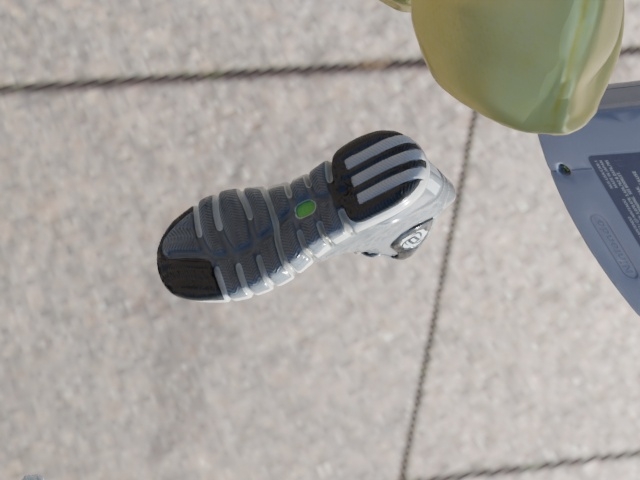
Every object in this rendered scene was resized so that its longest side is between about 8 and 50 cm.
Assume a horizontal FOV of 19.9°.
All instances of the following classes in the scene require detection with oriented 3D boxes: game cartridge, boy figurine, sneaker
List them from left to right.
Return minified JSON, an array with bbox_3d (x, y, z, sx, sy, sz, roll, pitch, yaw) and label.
[{"bbox_3d":[0.000,0.000,1.364,0.229,0.086,0.132,-21,158,23],"label":"sneaker"},{"bbox_3d":[0.045,-0.131,0.745,0.177,0.285,0.092,-7,119,-26],"label":"boy figurine"},{"bbox_3d":[0.310,-0.013,1.548,0.062,0.198,0.297,-47,117,-25],"label":"game cartridge"}]

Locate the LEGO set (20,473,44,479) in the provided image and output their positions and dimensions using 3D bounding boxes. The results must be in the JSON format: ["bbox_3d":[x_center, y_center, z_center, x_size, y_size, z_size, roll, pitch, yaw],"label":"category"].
[{"bbox_3d":[-0.161,0.305,1.582,0.287,0.107,0.132,21,119,-30],"label":"LEGO set"}]
